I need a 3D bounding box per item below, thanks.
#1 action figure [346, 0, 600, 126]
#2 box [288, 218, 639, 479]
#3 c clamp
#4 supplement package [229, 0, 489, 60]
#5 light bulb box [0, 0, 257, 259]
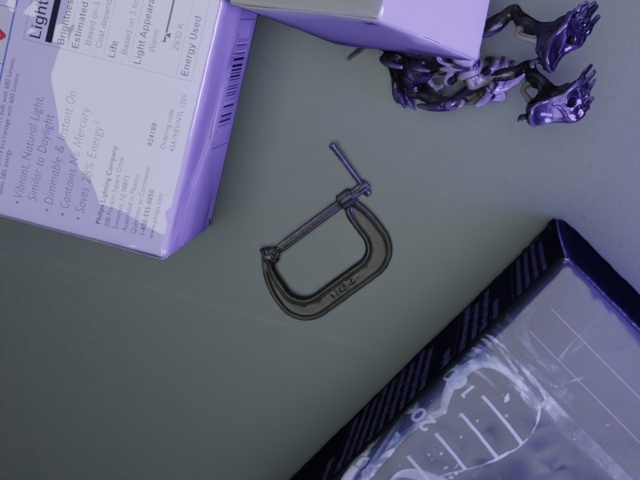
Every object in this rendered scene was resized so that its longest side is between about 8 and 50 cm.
[{"bbox_3d":[0.151,-0.196,1.659,0.275,0.141,0.164,20,134,40],"label":"action figure"},{"bbox_3d":[0.233,0.319,1.638,0.480,0.297,0.472,44,101,-1],"label":"box"},{"bbox_3d":[0.000,0.000,1.759,0.160,0.022,0.137,-42,96,8],"label":"c clamp"},{"bbox_3d":[0.060,-0.331,1.538,0.175,0.177,0.293,12,89,35],"label":"supplement package"},{"bbox_3d":[-0.262,-0.206,1.656,0.361,0.225,0.358,15,99,5],"label":"light bulb box"}]
